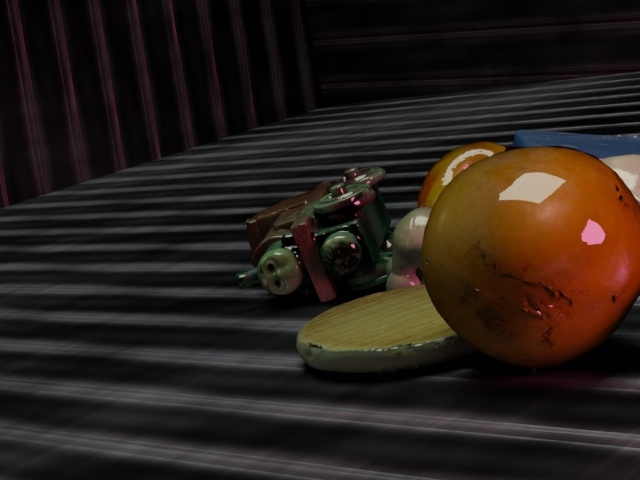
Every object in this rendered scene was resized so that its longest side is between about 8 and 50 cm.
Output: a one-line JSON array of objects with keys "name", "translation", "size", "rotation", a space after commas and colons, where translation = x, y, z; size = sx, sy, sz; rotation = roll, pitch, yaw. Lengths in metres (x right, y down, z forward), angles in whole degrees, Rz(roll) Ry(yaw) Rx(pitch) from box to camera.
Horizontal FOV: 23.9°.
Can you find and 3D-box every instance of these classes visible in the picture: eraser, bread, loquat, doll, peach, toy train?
[{"name": "eraser", "translation": [0.449, -0.120, 2.241], "size": [0.312, 0.042, 0.144], "rotation": [4, 18, -5]}, {"name": "bread", "translation": [0.100, 0.099, 1.702], "size": [0.267, 0.040, 0.267], "rotation": [-11, 11, 2]}, {"name": "loquat", "translation": [0.216, 0.014, 1.523], "size": [0.235, 0.235, 0.235], "rotation": [-11, 10, 2]}, {"name": "doll", "translation": [0.202, 0.004, 1.901], "size": [0.275, 0.113, 0.155], "rotation": [-8, 9, 18]}, {"name": "peach", "translation": [0.227, -0.036, 2.075], "size": [0.190, 0.192, 0.190], "rotation": [-18, 44, 18]}, {"name": "toy train", "translation": [0.000, 0.000, 2.105], "size": [0.222, 0.150, 0.304], "rotation": [-19, 10, 12]}]

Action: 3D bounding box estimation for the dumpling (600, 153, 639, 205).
[{"name": "dumpling", "translation": [0.410, -0.058, 1.968], "size": [0.166, 0.126, 0.216], "rotation": [-24, -17, -25]}]
